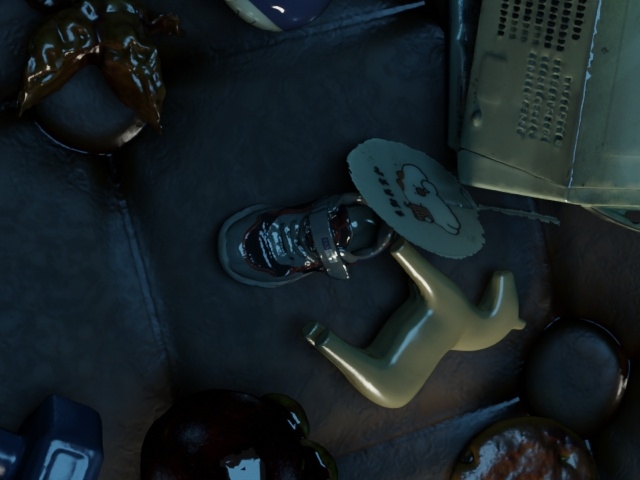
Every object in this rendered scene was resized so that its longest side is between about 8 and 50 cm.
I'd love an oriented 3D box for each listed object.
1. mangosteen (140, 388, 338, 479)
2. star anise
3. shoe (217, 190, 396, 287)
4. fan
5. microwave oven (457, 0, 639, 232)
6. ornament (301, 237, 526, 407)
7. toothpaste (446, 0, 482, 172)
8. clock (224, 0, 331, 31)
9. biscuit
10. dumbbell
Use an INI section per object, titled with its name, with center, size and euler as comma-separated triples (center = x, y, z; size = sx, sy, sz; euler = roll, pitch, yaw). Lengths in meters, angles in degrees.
[mangosteen]
center = -0.099, 0.254, 1.761
size = 0.210, 0.210, 0.210
euler = -1, 92, -19
[star anise]
center = -0.271, -0.265, 1.702
size = 0.237, 0.148, 0.346
euler = -39, 113, -17
[shoe]
center = 0.000, -0.001, 1.817
size = 0.227, 0.125, 0.099
euler = -14, 99, -20
[fan]
center = 0.167, -0.041, 1.886
size = 0.329, 0.191, 0.009
euler = 7, 133, -38
[microwave oven]
center = 0.385, -0.189, 1.840
size = 0.394, 0.247, 0.333
euler = 1, 103, -30
[ornament]
center = 0.127, 0.097, 1.886
size = 0.230, 0.061, 0.245
euler = -52, 126, -6
[toothpaste]
center = 0.179, -0.213, 1.913
size = 0.069, 0.047, 0.268
euler = 3, 89, -6
[clock]
center = -0.085, -0.327, 1.749
size = 0.243, 0.199, 0.146
euler = 28, 125, -28
[biscuit]
center = 0.254, 0.319, 1.962
size = 0.212, 0.036, 0.212
euler = -1, 93, -20
[dumbbell]
center = -0.396, 0.205, 1.674
size = 0.325, 0.160, 0.144
euler = 23, 53, -18
